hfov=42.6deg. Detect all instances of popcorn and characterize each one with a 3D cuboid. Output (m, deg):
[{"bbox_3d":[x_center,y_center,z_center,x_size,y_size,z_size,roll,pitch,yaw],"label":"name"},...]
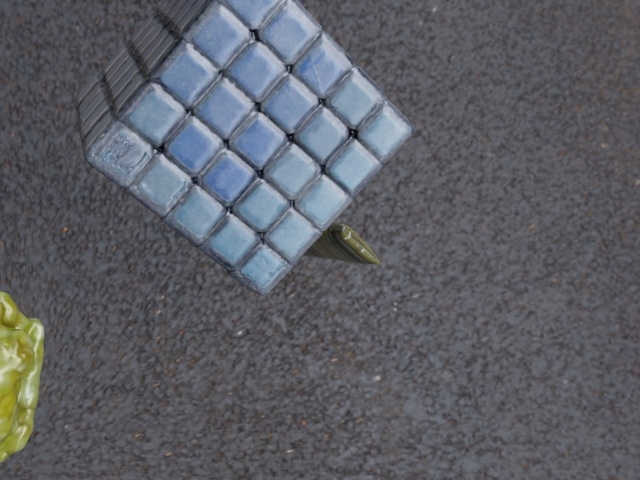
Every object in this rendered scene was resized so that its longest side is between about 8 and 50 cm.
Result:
[{"bbox_3d":[-0.619,0.233,1.394,0.312,0.312,0.312,6,73,-20],"label":"popcorn"}]

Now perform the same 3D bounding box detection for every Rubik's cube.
[{"bbox_3d":[-0.089,-0.131,0.845,0.237,0.238,0.237,38,97,-26],"label":"Rubik's cube"}]

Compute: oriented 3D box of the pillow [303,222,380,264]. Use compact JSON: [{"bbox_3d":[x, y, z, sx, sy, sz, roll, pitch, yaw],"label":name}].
[{"bbox_3d":[0.000,0.000,1.386,0.113,0.203,0.038,43,66,-38],"label":"pillow"}]
